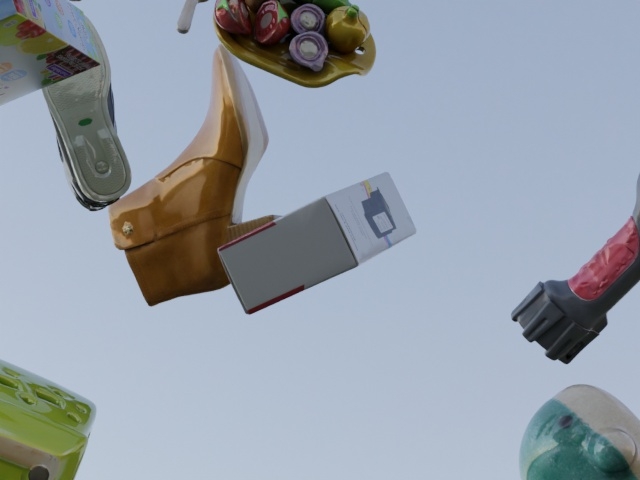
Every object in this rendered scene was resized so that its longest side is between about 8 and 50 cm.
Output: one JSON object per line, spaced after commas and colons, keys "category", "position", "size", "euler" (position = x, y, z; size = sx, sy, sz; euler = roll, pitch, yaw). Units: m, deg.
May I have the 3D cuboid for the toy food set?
{"category": "toy food set", "position": [-0.040, -0.241, 1.444], "size": [0.218, 0.128, 0.071], "euler": [22, -38, 3]}

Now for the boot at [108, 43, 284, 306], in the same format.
{"category": "boot", "position": [-0.167, -0.080, 1.707], "size": [0.211, 0.295, 0.104], "euler": [-16, -11, 14]}

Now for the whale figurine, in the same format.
{"category": "whale figurine", "position": [0.313, 0.276, 1.452], "size": [0.141, 0.272, 0.216], "euler": [-38, -42, -4]}

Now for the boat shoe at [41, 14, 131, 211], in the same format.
{"category": "boat shoe", "position": [-0.278, -0.148, 1.600], "size": [0.084, 0.233, 0.079], "euler": [-11, -8, -18]}

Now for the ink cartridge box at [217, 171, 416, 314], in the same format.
{"category": "ink cartridge box", "position": [0.000, 0.000, 1.340], "size": [0.127, 0.072, 0.175], "euler": [-26, 0, 24]}

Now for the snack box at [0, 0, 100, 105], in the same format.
{"category": "snack box", "position": [-0.337, -0.191, 1.358], "size": [0.174, 0.070, 0.207], "euler": [-21, -11, 9]}

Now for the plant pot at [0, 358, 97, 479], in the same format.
{"category": "plant pot", "position": [-0.332, 0.215, 1.214], "size": [0.228, 0.227, 0.207], "euler": [24, -4, -12]}

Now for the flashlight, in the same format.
{"category": "flashlight", "position": [0.352, 0.008, 1.652], "size": [0.304, 0.103, 0.103], "euler": [-47, -37, 20]}
